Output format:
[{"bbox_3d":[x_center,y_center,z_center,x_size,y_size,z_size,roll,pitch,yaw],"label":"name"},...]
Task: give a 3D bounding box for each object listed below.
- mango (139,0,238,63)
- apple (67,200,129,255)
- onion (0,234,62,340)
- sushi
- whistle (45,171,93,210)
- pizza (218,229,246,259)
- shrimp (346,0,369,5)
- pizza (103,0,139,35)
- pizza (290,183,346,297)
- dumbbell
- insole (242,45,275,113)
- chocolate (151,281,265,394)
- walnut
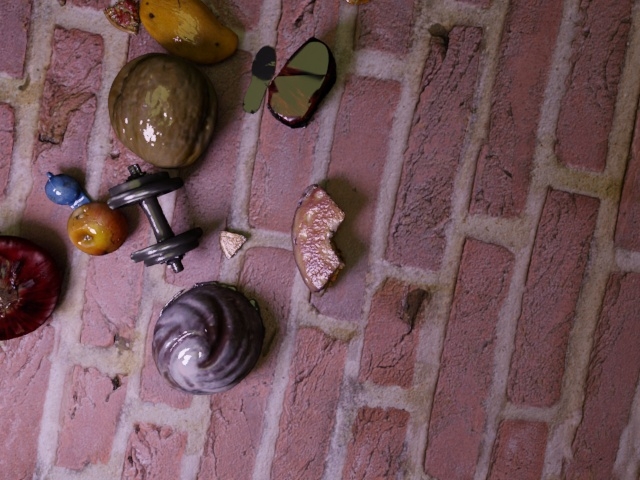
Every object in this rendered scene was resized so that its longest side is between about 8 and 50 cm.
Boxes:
[{"bbox_3d":[-0.344,-0.554,1.217,0.261,0.109,0.157,26,88,-4],"label":"mango"},{"bbox_3d":[-0.574,-0.027,1.216,0.146,0.146,0.147,0,92,-1],"label":"apple"},{"bbox_3d":[-0.819,0.112,1.207,0.272,0.285,0.274,-12,109,-36],"label":"onion"},{"bbox_3d":[-0.046,-0.406,1.224,0.136,0.126,0.225,31,97,-3],"label":"sushi"},{"bbox_3d":[-0.666,-0.121,1.242,0.090,0.090,0.158,-42,92,1],"label":"whistle"},{"bbox_3d":[-0.236,0.007,1.282,0.077,0.025,0.084,-12,94,4],"label":"pizza"},{"bbox_3d":[0.099,-0.695,1.259,0.090,0.025,0.127,-6,97,-1],"label":"shrimp"},{"bbox_3d":[-0.533,-0.602,1.251,0.099,0.029,0.100,6,92,0],"label":"pizza"},{"bbox_3d":[0.000,0.000,1.257,0.161,0.085,0.306,-1,90,21],"label":"pizza"},{"bbox_3d":[-0.412,-0.053,1.186,0.191,0.192,0.290,-21,98,0],"label":"dumbbell"},{"bbox_3d":[-0.166,-0.434,1.276,0.064,0.004,0.189,19,92,-1],"label":"insole"},{"bbox_3d":[-0.302,0.264,1.201,0.302,0.213,0.304,0,94,0],"label":"chocolate"},{"bbox_3d":[-0.387,-0.319,1.167,0.282,0.227,0.284,-2,98,-11],"label":"walnut"}]
